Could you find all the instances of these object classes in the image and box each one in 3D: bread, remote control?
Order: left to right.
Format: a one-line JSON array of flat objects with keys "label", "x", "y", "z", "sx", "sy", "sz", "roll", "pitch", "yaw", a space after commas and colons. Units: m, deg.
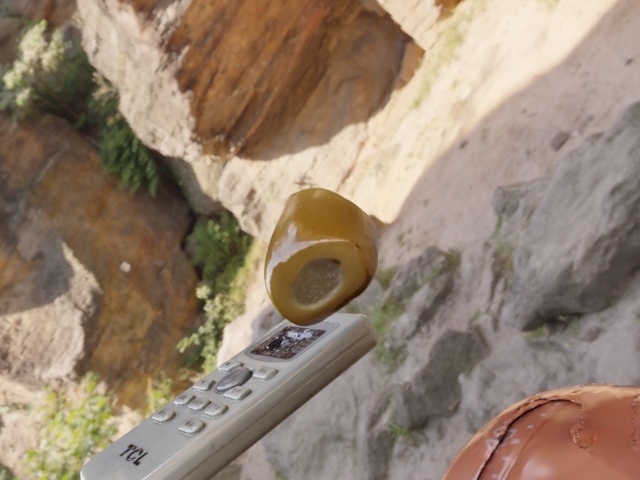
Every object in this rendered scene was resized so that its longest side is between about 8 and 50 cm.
[{"label": "remote control", "x": -0.056, "y": 0.101, "z": 0.470, "sx": 0.190, "sy": 0.029, "sz": 0.087, "roll": -34, "pitch": 15, "yaw": -29}, {"label": "bread", "x": 0.001, "y": -0.001, "z": 0.419, "sx": 0.062, "sy": 0.049, "sz": 0.103, "roll": -35, "pitch": 18, "yaw": 20}]

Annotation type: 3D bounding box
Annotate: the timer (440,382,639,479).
[{"label": "timer", "x": 0.177, "y": 0.196, "z": 0.436, "sx": 0.215, "sy": 0.229, "sz": 0.230, "roll": -13, "pitch": 44, "yaw": 62}]
